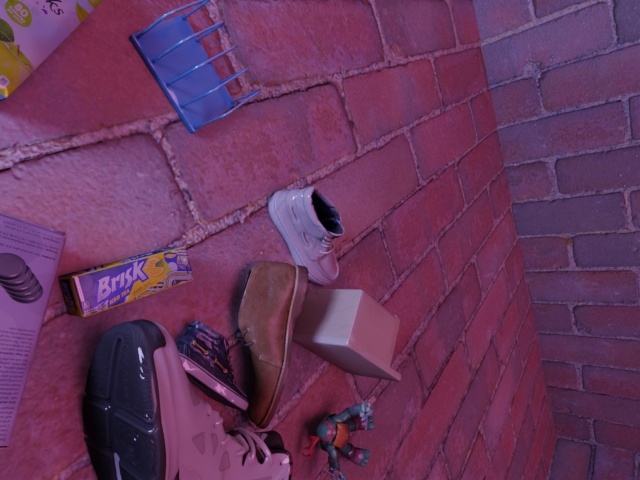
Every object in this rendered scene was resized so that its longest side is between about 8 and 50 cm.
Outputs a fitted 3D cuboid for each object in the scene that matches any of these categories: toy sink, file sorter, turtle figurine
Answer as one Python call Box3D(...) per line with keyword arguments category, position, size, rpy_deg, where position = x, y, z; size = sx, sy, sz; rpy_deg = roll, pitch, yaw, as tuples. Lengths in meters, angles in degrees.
Box3D(category="toy sink", position=(0.079, 0.209, 0.929), size=(0.234, 0.153, 0.131), rpy_deg=(42, 56, -38))
Box3D(category="file sorter", position=(-0.197, -0.292, 0.688), size=(0.118, 0.105, 0.170), rpy_deg=(-53, 124, -39))
Box3D(category="turtle figurine", position=(0.053, 0.429, 0.906), size=(0.175, 0.118, 0.234), rpy_deg=(-62, 147, -13))

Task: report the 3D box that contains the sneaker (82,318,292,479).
Box3D(category="sneaker", position=(-0.179, 0.302, 0.628), size=(0.258, 0.169, 0.447), rpy_deg=(-19, 110, -53))

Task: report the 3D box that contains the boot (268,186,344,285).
Box3D(category="boot", position=(0.000, 0.000, 0.875), size=(0.258, 0.123, 0.095), rpy_deg=(56, 48, -30))

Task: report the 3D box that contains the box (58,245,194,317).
Box3D(category="box", position=(-0.276, 0.055, 0.602), size=(0.169, 0.054, 0.059), rpy_deg=(-19, 101, -48))

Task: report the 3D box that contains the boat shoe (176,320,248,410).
Box3D(category="boat shoe", position=(-0.171, 0.216, 0.701), size=(0.183, 0.065, 0.083), rpy_deg=(53, 47, -33))

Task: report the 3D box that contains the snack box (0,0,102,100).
Box3D(category="snack box", position=(-0.388, -0.295, 0.474), size=(0.174, 0.070, 0.207), rpy_deg=(51, 49, -46))

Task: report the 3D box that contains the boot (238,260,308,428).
Box3D(category="boot", position=(-0.110, 0.188, 0.775), size=(0.115, 0.112, 0.305), rpy_deg=(14, 78, -19))

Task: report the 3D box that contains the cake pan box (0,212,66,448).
Box3D(category="cake pan box", position=(-0.411, 0.069, 0.385), size=(0.267, 0.070, 0.245), rpy_deg=(29, 54, -53))
